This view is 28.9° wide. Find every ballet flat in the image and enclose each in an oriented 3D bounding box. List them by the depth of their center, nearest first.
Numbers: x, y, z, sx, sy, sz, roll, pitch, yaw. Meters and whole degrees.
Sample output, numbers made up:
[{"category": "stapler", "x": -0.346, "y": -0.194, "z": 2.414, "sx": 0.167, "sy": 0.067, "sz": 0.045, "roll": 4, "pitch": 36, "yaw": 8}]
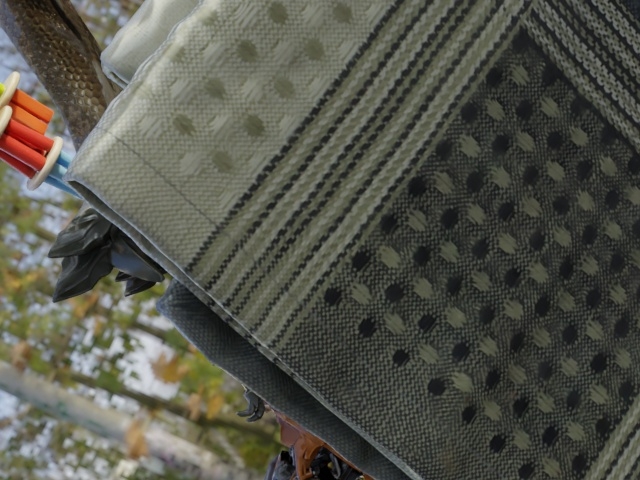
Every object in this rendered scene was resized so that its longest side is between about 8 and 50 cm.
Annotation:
[{"category": "ballet flat", "x": -0.173, "y": -0.116, "z": 0.798, "sx": 0.058, "sy": 0.250, "sz": 0.084, "roll": -25, "pitch": 23, "yaw": 3}]

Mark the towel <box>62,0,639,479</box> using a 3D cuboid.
[{"category": "towel", "x": 0.099, "y": -0.042, "z": 0.486, "sx": 0.324, "sy": 0.312, "sz": 0.056, "roll": -54, "pitch": 21, "yaw": -19}]

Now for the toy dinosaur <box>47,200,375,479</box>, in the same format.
[{"category": "toy dinosaur", "x": 0.000, "y": 0.000, "z": 0.637, "sx": 0.164, "sy": 0.218, "sz": 0.322, "roll": 86, "pitch": -163, "yaw": -67}]

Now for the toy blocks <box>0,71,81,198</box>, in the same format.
[{"category": "toy blocks", "x": -0.259, "y": -0.097, "z": 1.069, "sx": 0.054, "sy": 0.148, "sz": 0.123, "roll": -49, "pitch": 25, "yaw": 20}]
